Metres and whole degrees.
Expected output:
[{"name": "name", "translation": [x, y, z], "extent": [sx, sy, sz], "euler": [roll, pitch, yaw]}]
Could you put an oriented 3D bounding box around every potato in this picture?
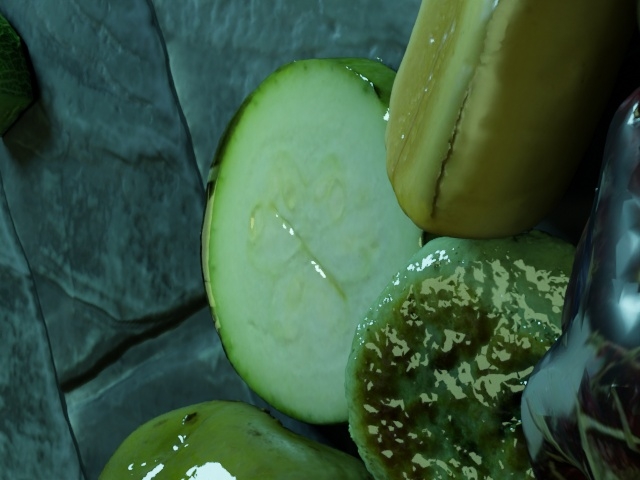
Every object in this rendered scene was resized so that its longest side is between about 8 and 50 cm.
[{"name": "potato", "translation": [-0.045, 0.181, 0.812], "extent": [0.200, 0.137, 0.154], "euler": [16, 116, 39]}]

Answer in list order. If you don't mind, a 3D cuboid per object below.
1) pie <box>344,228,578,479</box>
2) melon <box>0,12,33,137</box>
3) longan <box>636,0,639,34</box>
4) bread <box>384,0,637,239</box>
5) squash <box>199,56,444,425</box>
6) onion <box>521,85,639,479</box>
[{"name": "pie", "translation": [0.093, 0.083, 0.689], "extent": [0.187, 0.041, 0.187], "euler": [8, 104, 32]}, {"name": "melon", "translation": [-0.302, -0.154, 1.143], "extent": [0.209, 0.064, 0.118], "euler": [43, 122, 35]}, {"name": "longan", "translation": [0.181, -0.092, 0.570], "extent": [0.113, 0.092, 0.113], "euler": [0, 90, 36]}, {"name": "bread", "translation": [0.109, -0.148, 0.640], "extent": [0.142, 0.091, 0.305], "euler": [-96, 20, -66]}, {"name": "squash", "translation": [0.004, 0.000, 0.825], "extent": [0.219, 0.041, 0.219], "euler": [1, 92, 52]}, {"name": "onion", "translation": [0.203, 0.071, 0.475], "extent": [0.314, 0.232, 0.314], "euler": [166, 90, -72]}]
